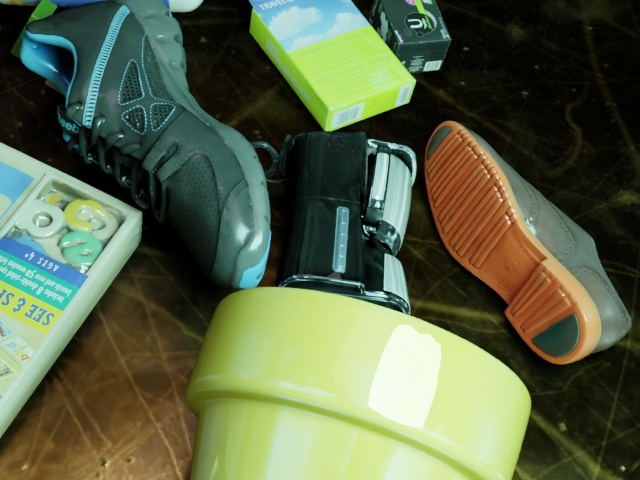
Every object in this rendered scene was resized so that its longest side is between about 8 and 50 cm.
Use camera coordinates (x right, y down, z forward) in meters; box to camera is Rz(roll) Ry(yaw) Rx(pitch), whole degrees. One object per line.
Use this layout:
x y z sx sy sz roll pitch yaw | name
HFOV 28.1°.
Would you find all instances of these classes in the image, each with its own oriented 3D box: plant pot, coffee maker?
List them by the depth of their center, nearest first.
0.005 0.193 0.941 0.254 0.254 0.239 18 68 2 | plant pot
0.000 0.000 1.160 0.171 0.120 0.178 -4 51 14 | coffee maker

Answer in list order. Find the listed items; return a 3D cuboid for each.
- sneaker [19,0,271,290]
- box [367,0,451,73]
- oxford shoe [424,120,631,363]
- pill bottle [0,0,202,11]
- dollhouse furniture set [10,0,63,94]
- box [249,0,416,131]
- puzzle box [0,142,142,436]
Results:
-0.158 -0.081 1.143 0.140 0.125 0.340 -13 54 -31 | sneaker
0.094 -0.226 1.364 0.062 0.052 0.083 -8 58 -17 | box
0.192 -0.003 1.214 0.098 0.097 0.271 -8 59 -41 | oxford shoe
-0.192 -0.308 1.290 0.272 0.152 0.152 3 54 -3 | pill bottle
-0.229 -0.174 1.280 0.152 0.058 0.076 30 45 -13 | dollhouse furniture set
0.005 -0.201 1.333 0.109 0.042 0.178 -22 61 -25 | box
-0.398 -0.006 1.109 0.409 0.052 0.272 25 55 7 | puzzle box
